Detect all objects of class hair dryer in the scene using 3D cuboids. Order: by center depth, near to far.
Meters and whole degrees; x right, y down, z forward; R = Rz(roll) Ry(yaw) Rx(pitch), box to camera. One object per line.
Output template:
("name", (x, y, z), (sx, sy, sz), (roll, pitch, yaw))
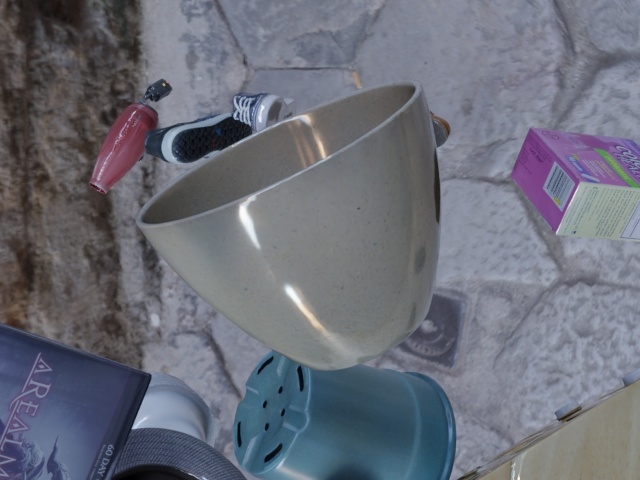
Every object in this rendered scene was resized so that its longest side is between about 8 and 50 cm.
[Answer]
("hair dryer", (-0.375, -0.182, 1.434), (0.080, 0.293, 0.224), (25, 123, 0))

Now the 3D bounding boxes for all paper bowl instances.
("paper bowl", (-0.361, 0.439, 1.526), (0.148, 0.284, 0.284), (17, 111, 55))

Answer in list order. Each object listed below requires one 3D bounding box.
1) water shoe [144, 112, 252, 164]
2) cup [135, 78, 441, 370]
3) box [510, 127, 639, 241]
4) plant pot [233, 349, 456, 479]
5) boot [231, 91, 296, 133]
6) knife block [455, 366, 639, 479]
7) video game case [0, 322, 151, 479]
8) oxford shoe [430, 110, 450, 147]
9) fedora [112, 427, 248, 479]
("water shoe", (-0.184, -0.163, 1.098), (0.080, 0.203, 0.073), (13, 107, 28))
("cup", (0.000, 0.000, 0.790), (0.331, 0.331, 0.237), (-15, 111, 29))
("box", (0.533, -0.109, 1.374), (0.243, 0.213, 0.117), (5, 124, -15))
("plant pot", (0.031, 0.374, 1.411), (0.334, 0.341, 0.341), (28, 121, -29))
("boot", (-0.093, -0.178, 1.011), (0.086, 0.190, 0.069), (11, 101, 6))
("knife block", (0.103, 0.210, 0.273), (0.242, 0.275, 0.088), (60, 157, 18))
("video game case", (-0.244, 0.132, 0.404), (0.026, 0.274, 0.196), (7, 72, 46))
("oxford shoe", (0.193, -0.223, 1.349), (0.076, 0.212, 0.076), (-33, 111, -11))
("fedora", (-0.177, 0.341, 0.764), (0.275, 0.244, 0.124), (45, 159, 1))
